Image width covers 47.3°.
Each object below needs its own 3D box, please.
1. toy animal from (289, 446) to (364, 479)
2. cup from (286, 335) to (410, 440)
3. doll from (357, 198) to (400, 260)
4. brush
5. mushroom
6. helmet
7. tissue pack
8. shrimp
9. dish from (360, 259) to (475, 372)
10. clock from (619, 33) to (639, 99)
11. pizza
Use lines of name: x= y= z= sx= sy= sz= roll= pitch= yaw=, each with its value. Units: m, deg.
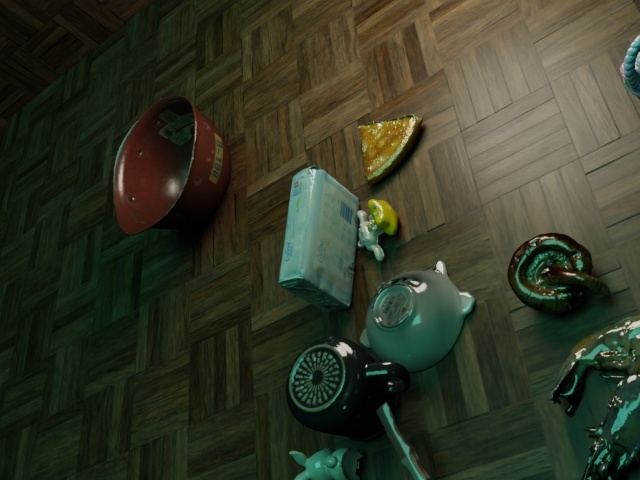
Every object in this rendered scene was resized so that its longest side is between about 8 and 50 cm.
toy animal: x=0.012 y=0.417 z=1.338 sx=0.124 sy=0.085 sz=0.071 roll=-17 pitch=71 yaw=41
cup: x=0.063 y=0.267 z=1.306 sx=0.223 sy=0.176 sz=0.169 roll=-17 pitch=52 yaw=29
doll: x=0.115 y=-0.030 z=1.540 sx=0.135 sy=0.072 sz=0.113 roll=41 pitch=113 yaw=54
brush: x=0.168 y=0.394 z=1.169 sx=0.084 sy=0.071 sz=0.301 roll=-41 pitch=59 yaw=20
mushroom: x=0.396 y=0.058 z=1.209 sx=0.171 sy=0.080 sz=0.135 roll=25 pitch=95 yaw=47
helmet: x=-0.361 y=-0.166 z=1.923 sx=0.338 sy=0.230 sz=0.384 roll=-15 pitch=64 yaw=37
tissue pack: x=0.000 y=0.000 z=1.529 sx=0.089 sy=0.177 sz=0.263 roll=-14 pitch=57 yaw=36
shrimp: x=0.422 y=0.227 z=1.088 sx=0.178 sy=0.075 sz=0.289 roll=22 pitch=81 yaw=55
dish: x=0.153 y=0.129 z=1.377 sx=0.236 sy=0.086 sz=0.228 roll=-42 pitch=44 yaw=14
clock: x=0.580 y=-0.317 z=1.193 sx=0.194 sy=0.195 sz=0.100 roll=-47 pitch=46 yaw=6
pizza: x=0.133 y=-0.212 z=1.648 sx=0.176 sy=0.036 sz=0.184 roll=27 pitch=86 yaw=49
